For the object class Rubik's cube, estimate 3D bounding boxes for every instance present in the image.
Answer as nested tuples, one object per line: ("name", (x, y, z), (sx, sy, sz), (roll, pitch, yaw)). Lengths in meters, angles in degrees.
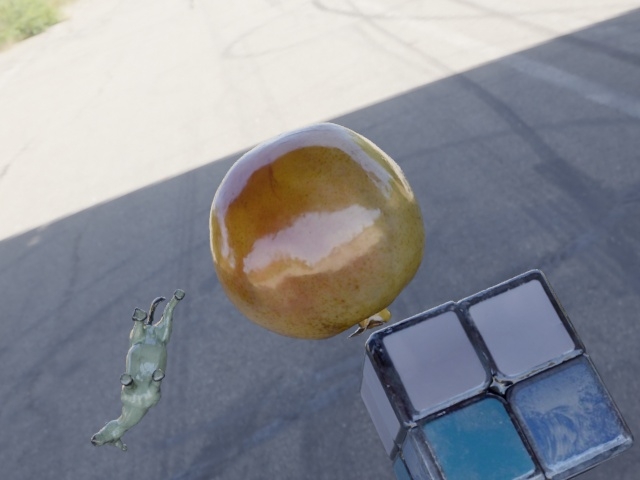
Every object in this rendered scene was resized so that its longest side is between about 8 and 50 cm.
("Rubik's cube", (0.264, 0.277, 1.481), (0.313, 0.318, 0.316), (-21, -20, -9))

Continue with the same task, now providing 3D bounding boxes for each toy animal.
("toy animal", (-0.255, 0.185, 1.286), (0.176, 0.074, 0.216), (128, 156, -57))

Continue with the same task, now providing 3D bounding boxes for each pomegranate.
("pomegranate", (0.000, 0.000, 1.288), (0.319, 0.319, 0.319), (-18, 21, 7))
